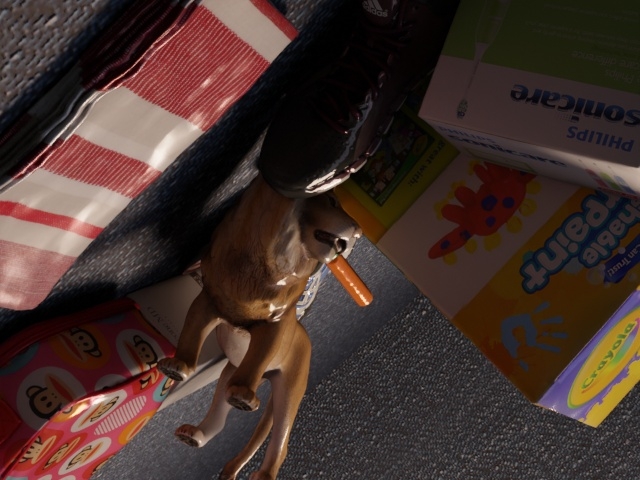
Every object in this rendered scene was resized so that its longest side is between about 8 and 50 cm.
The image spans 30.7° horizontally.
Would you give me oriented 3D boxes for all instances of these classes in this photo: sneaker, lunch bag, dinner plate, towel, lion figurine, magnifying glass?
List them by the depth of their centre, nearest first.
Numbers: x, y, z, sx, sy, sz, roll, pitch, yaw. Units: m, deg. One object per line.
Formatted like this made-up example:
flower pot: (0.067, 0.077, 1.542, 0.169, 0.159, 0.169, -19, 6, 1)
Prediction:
towel: (-0.157, -0.068, 0.876, 0.329, 0.037, 0.237, -44, 170, 6)
sneaker: (0.034, -0.172, 1.044, 0.281, 0.106, 0.162, -48, 160, -4)
lunch bag: (-0.297, 0.196, 1.169, 0.293, 0.120, 0.258, -47, 168, 24)
lion figurine: (-0.062, 0.096, 1.235, 0.392, 0.142, 0.240, 101, 12, -59)
magnifying glass: (0.000, 0.000, 1.320, 0.026, 0.092, 0.231, -32, 132, 4)
dinner plate: (-0.098, 0.000, 1.333, 0.141, 0.017, 0.141, -28, 175, -3)
sneaker: (-0.039, 0.054, 1.687, 0.211, 0.080, 0.081, -56, 159, 16)

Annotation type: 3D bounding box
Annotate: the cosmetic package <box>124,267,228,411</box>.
cosmetic package: (-0.144, 0.102, 1.365, 0.085, 0.117, 0.231, -48, 169, 25)

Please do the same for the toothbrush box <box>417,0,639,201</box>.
toothbrush box: (0.239, -0.197, 1.009, 0.122, 0.206, 0.283, 29, 80, -57)

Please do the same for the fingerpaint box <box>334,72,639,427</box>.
fingerpaint box: (0.264, -0.108, 1.147, 0.445, 0.371, 0.163, -51, 144, 9)
